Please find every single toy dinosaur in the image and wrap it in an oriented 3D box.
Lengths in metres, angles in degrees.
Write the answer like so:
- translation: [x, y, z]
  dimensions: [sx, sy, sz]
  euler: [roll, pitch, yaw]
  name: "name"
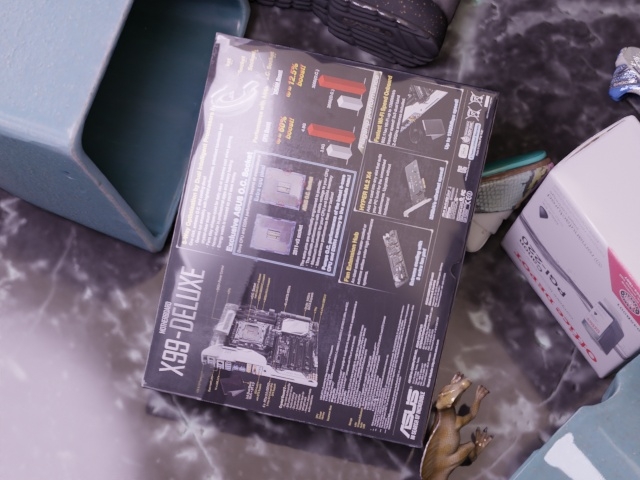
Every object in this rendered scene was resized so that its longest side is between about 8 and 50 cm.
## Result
- translation: [0.105, 0.177, 1.508]
  dimensions: [0.053, 0.183, 0.092]
  euler: [17, 33, 23]
  name: "toy dinosaur"

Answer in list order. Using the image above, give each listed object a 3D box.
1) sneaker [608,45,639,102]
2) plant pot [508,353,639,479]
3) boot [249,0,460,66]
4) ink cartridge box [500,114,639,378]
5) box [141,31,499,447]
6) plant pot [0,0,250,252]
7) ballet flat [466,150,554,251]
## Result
- translation: [0.324, -0.123, 1.626]
  dimensions: [0.135, 0.052, 0.058]
  euler: [27, 84, 10]
  name: "sneaker"
- translation: [0.311, 0.272, 1.386]
  dimensions: [0.341, 0.341, 0.334]
  euler: [-41, 74, -13]
  name: "plant pot"
- translation: [0.000, -0.320, 1.628]
  dimensions: [0.338, 0.118, 0.223]
  euler: [27, 71, -8]
  name: "boot"
- translation: [0.247, 0.011, 1.490]
  dimensions: [0.092, 0.218, 0.159]
  euler: [-34, 80, -12]
  name: "ink cartridge box"
- translation: [0.000, 0.000, 1.500]
  dimensions: [0.242, 0.076, 0.308]
  euler: [12, 92, 1]
  name: "box"
- translation: [-0.237, -0.169, 1.497]
  dimensions: [0.252, 0.248, 0.247]
  euler: [15, 74, 16]
  name: "plant pot"
- translation: [0.099, -0.024, 1.571]
  dimensions: [0.221, 0.077, 0.079]
  euler: [-10, 94, -2]
  name: "ballet flat"
